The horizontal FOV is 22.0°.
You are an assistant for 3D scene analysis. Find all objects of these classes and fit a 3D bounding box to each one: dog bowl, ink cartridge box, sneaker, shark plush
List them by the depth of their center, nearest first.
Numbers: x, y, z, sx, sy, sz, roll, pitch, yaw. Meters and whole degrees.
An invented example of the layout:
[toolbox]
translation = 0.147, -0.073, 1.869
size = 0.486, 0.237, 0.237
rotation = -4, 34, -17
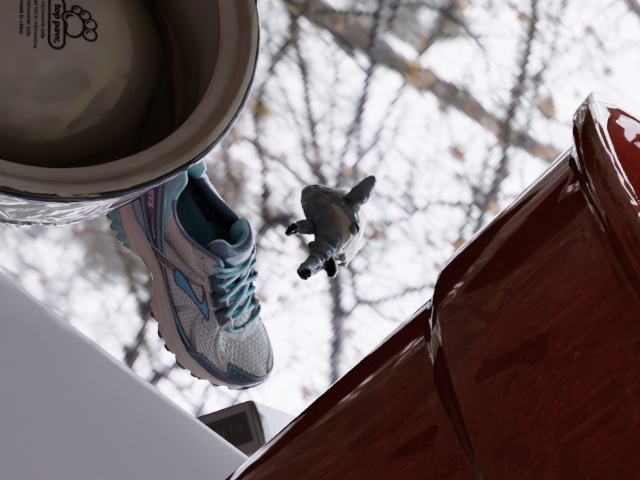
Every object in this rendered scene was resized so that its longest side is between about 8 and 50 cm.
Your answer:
[shark plush]
translation = 0.000, 0.000, 1.445
size = 0.067, 0.073, 0.161
rotation = 15, -140, 4
[dog bowl]
translation = -0.270, -0.193, 1.531
size = 0.150, 0.408, 0.408
rotation = 131, -34, -58
[ink cartridge box]
translation = -0.143, 0.243, 1.678
size = 0.275, 0.239, 0.060
rotation = -20, -107, 13
[sneaker]
translation = -0.115, 0.034, 1.692
size = 0.122, 0.283, 0.110
rotation = -12, -154, 40

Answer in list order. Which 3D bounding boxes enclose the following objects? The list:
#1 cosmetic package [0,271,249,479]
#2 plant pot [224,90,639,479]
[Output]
[cosmetic package]
translation = -0.261, 0.111, 0.866
size = 0.230, 0.453, 0.161
rotation = -43, -166, 33
[plant pot]
translation = 0.059, 0.143, 0.494
size = 0.265, 0.272, 0.272
rotation = -38, -129, 17
